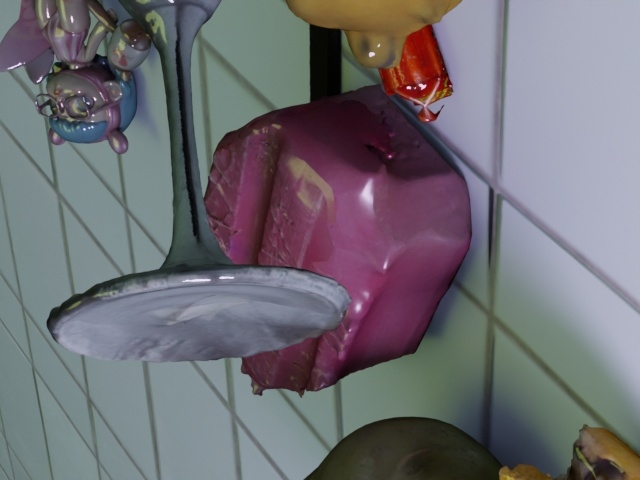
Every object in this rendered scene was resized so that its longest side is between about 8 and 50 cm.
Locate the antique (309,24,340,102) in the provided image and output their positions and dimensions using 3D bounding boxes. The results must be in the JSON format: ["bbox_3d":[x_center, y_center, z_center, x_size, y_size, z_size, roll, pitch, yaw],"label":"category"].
[{"bbox_3d":[0.004,-0.138,1.501,0.031,0.015,0.192,46,148,40],"label":"antique"}]

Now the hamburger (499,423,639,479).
[{"bbox_3d":[0.201,0.272,1.253,0.156,0.144,0.283,37,145,38],"label":"hamburger"}]

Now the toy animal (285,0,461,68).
[{"bbox_3d":[0.037,-0.248,1.132,0.195,0.169,0.281,22,128,48],"label":"toy animal"}]

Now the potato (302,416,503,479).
[{"bbox_3d":[0.065,0.287,1.455,0.326,0.221,0.243,103,149,-55],"label":"potato"}]

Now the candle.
[{"bbox_3d":[0.061,-0.149,1.316,0.052,0.052,0.130,-10,102,67],"label":"candle"}]

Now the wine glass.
[{"bbox_3d":[-0.105,-0.130,1.261,0.267,0.267,0.406,132,136,-65],"label":"wine glass"}]

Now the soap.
[{"bbox_3d":[0.000,0.000,1.466,0.220,0.127,0.325,51,151,22],"label":"soap"}]

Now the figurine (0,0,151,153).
[{"bbox_3d":[-0.245,-0.221,1.916,0.205,0.103,0.260,4,116,26],"label":"figurine"}]
